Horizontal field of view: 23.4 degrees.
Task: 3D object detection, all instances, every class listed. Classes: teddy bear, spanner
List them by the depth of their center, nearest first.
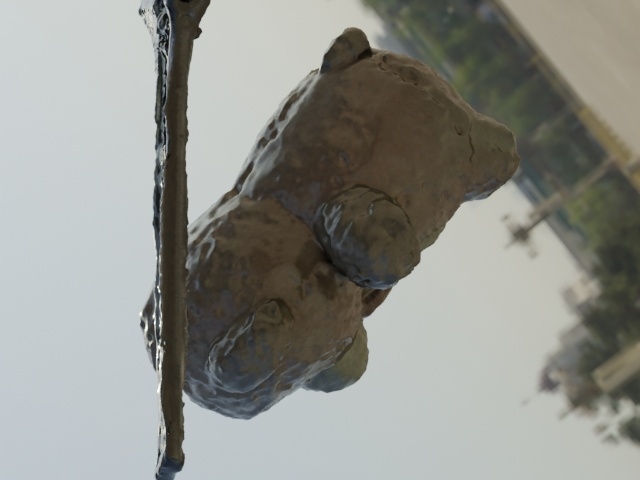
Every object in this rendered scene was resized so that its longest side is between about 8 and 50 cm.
[{"bbox_3d":[-0.079,-0.036,0.815,0.093,0.026,0.325,137,136,-64],"label":"spanner"},{"bbox_3d":[0.000,-0.001,1.008,0.151,0.267,0.236,34,168,-16],"label":"teddy bear"}]
